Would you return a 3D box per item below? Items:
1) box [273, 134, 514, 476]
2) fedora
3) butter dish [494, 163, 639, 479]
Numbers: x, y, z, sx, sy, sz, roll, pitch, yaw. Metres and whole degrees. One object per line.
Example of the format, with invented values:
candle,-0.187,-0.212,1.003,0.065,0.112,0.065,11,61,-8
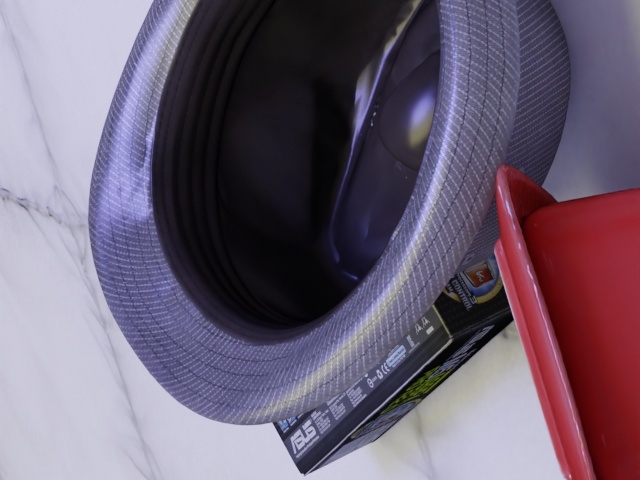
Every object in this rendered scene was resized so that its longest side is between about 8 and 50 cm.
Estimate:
box,0.000,0.000,1.091,0.216,0.060,0.270,61,154,12
fedora,0.019,-0.049,0.879,0.244,0.124,0.275,45,117,39
butter dish,0.151,0.037,0.780,0.160,0.118,0.160,23,-130,-72
